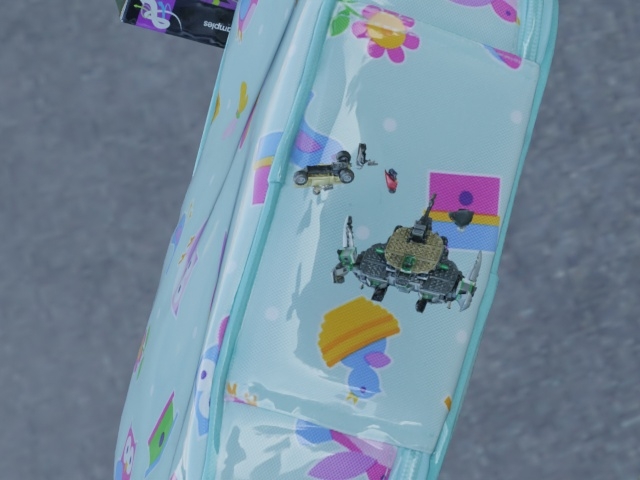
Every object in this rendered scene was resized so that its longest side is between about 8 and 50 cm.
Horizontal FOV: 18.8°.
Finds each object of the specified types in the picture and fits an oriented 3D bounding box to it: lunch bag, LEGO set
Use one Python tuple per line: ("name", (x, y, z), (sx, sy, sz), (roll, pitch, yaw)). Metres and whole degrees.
("lunch bag", (0.000, 0.000, 0.819), (0.224, 0.108, 0.279), (155, 132, -74))
("LEGO set", (0.024, 0.001, 0.640), (0.083, 0.054, 0.023), (-112, 18, -46))

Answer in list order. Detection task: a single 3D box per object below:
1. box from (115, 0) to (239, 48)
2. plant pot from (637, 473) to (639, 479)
("box", (-0.045, -0.141, 1.146), (0.116, 0.162, 0.029), (-116, 44, -61))
("plant pot", (0.307, 0.141, 0.957), (0.366, 0.366, 0.353), (20, 116, 45))
